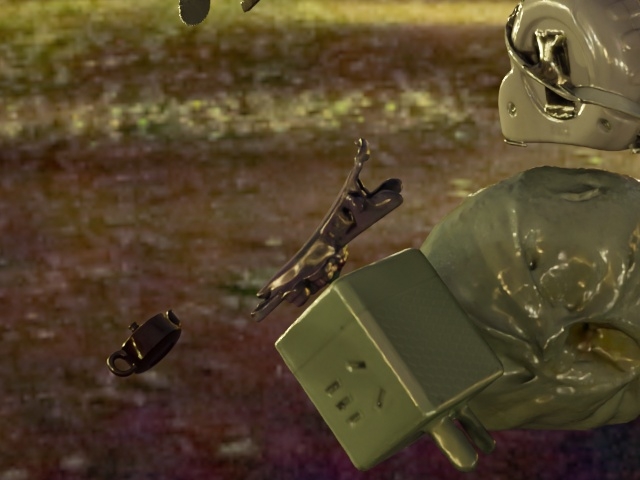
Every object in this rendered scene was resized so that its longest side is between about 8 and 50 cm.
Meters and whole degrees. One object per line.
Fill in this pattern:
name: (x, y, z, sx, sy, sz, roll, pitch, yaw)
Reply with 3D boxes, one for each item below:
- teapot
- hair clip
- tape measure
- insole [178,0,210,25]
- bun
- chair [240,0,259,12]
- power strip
teapot: (-0.181, 0.104, 1.306, 0.045, 0.068, 0.100, 44, 51, 11)
hair clip: (0.014, 0.005, 1.658, 0.090, 0.278, 0.137, 32, 14, -4)
tape measure: (0.286, -0.195, 1.400, 0.120, 0.197, 0.236, -17, 16, -26)
insole: (-0.169, -0.402, 1.715, 0.080, 0.232, 0.003, -9, -10, 37)
bun: (0.265, 0.088, 1.429, 0.355, 0.354, 0.194, -4, 30, -9)
chair: (-0.017, -0.288, 1.193, 0.084, 0.101, 0.212, -21, 7, -24)
power strip: (0.086, 0.142, 1.290, 0.139, 0.224, 0.140, -21, -19, -46)
